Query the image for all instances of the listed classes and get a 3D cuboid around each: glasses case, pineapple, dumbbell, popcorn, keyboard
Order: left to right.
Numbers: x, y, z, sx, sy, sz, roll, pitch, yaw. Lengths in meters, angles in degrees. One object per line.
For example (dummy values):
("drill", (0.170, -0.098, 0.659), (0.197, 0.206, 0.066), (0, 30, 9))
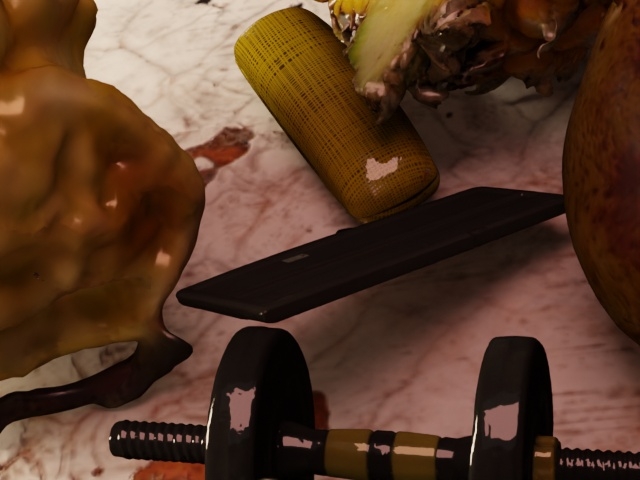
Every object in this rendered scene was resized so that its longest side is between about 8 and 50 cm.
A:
("popcorn", (-0.248, -0.028, 1.135), (0.382, 0.349, 0.349), (42, 58, -3))
("keyboard", (0.000, 0.013, 1.098), (0.381, 0.041, 0.103), (-11, 13, -40))
("glasses case", (0.010, -0.096, 1.293), (0.079, 0.064, 0.234), (-28, 45, -7))
("dumbbell", (0.036, 0.122, 1.007), (0.325, 0.143, 0.143), (1, 46, 14))
("pineapple", (0.139, -0.163, 1.283), (0.344, 0.209, 0.286), (-2, 59, 50))

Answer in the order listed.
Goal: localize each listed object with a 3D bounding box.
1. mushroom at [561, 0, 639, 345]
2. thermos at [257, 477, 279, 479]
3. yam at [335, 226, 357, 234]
("mushroom", (0.336, -0.063, 1.049), (0.356, 0.331, 0.334), (14, 14, -8))
("thermos", (-0.020, 0.193, 0.915), (0.083, 0.187, 0.073), (-11, 43, -1))
("yam", (0.063, -0.007, 1.224), (0.107, 0.014, 0.014), (-3, 45, 10))
